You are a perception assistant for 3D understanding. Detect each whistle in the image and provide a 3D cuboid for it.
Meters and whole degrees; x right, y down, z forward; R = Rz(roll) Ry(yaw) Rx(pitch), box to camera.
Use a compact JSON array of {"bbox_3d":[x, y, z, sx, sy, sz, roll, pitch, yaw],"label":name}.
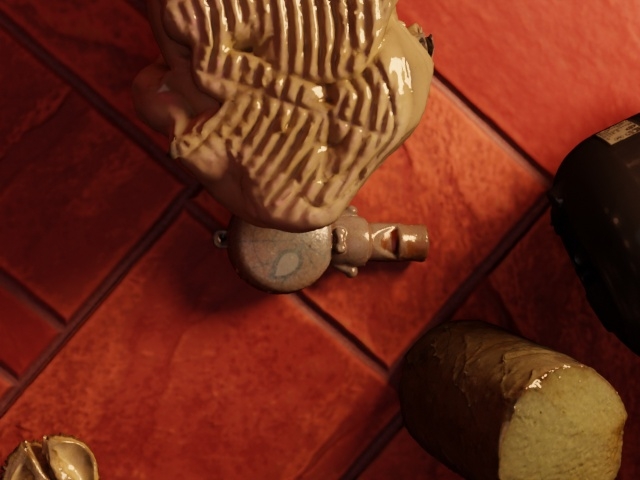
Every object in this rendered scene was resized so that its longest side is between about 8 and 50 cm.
[{"bbox_3d":[0.000,0.000,1.760,0.220,0.057,0.107,0,87,-13],"label":"whistle"}]

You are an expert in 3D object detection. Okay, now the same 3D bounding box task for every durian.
[{"bbox_3d":[-0.254,0.256,1.757,0.110,0.071,0.140,-41,90,-5],"label":"durian"}]

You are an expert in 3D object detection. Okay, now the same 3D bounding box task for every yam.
[{"bbox_3d":[0.184,0.171,1.720,0.161,0.268,0.161,-3,98,-19],"label":"yam"}]

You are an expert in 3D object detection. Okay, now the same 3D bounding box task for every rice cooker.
[{"bbox_3d":[0.352,-0.017,1.712,0.224,0.267,0.267,-27,103,0],"label":"rice cooker"}]

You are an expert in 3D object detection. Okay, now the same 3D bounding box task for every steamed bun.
[{"bbox_3d":[-0.031,-0.176,1.649,0.275,0.206,0.320,6,100,6],"label":"steamed bun"}]
